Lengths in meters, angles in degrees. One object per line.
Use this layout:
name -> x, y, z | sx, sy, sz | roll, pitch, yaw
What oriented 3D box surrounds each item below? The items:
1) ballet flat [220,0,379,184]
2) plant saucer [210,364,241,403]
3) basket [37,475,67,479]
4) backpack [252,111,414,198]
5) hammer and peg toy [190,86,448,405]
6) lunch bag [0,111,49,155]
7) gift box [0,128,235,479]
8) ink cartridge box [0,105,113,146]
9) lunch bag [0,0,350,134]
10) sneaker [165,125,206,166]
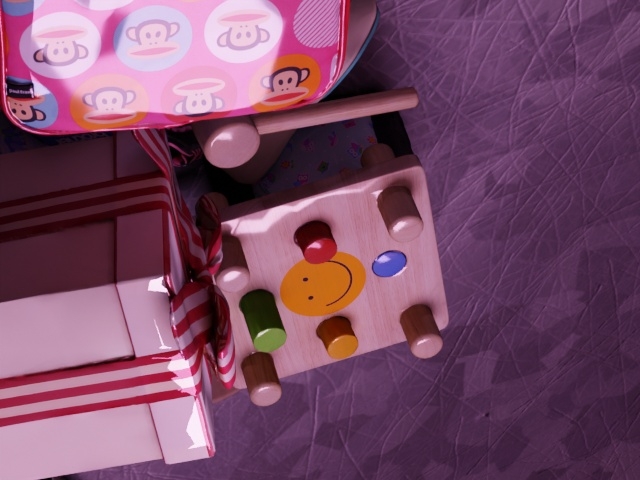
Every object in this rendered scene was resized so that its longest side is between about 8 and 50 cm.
ballet flat -> -0.035, -0.166, 1.847 | 0.086, 0.086, 0.248 | 18, 114, -44
plant saucer -> -0.074, 0.084, 2.073 | 0.278, 0.041, 0.278 | -39, 158, -20
basket -> -0.359, 0.373, 2.198 | 0.204, 0.154, 0.227 | -38, 146, 6
backpack -> 0.015, -0.076, 1.951 | 0.182, 0.152, 0.115 | -19, 137, 6
hammer and peg toy -> 0.000, 0.000, 1.816 | 0.266, 0.127, 0.361 | -16, 134, -4
lunch bag -> -0.343, -0.096, 1.688 | 0.151, 0.129, 0.096 | 10, 127, -38
gift box -> -0.212, 0.050, 1.569 | 0.258, 0.255, 0.276 | -9, 134, -1
ink cartridge box -> -0.230, -0.165, 1.576 | 0.186, 0.065, 0.311 | -11, 152, 31
lunch bag -> -0.121, -0.216, 1.375 | 0.293, 0.120, 0.258 | -8, 136, -12
sneaker -> -0.146, -0.097, 1.876 | 0.119, 0.057, 0.047 | 3, 130, -37
